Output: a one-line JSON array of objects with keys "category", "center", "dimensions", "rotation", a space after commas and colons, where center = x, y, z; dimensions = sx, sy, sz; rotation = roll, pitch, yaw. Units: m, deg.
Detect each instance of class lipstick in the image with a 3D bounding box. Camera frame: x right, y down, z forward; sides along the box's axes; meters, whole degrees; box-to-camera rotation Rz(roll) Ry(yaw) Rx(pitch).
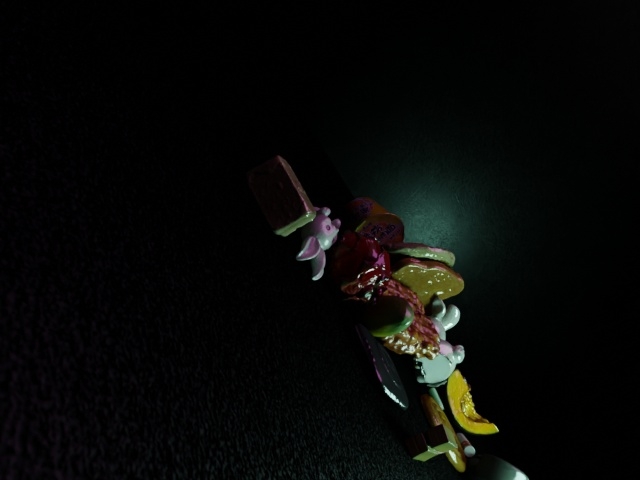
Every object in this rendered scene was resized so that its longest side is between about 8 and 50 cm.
[{"category": "lipstick", "center": [0.511, 0.725, 1.577], "dimensions": [0.038, 0.038, 0.131], "rotation": [59, 0, 5]}]

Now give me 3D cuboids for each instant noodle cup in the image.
[{"category": "instant noodle cup", "center": [0.200, -0.052, 1.898], "dimensions": [0.264, 0.264, 0.200], "rotation": [48, 6, -40]}]

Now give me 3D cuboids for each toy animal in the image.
[{"category": "toy animal", "center": [-0.001, -0.003, 1.200], "dimensions": [0.220, 0.131, 0.103], "rotation": [-102, 172, -52]}, {"category": "toy animal", "center": [0.420, 0.381, 1.687], "dimensions": [0.183, 0.247, 0.310], "rotation": [43, 27, -11]}]

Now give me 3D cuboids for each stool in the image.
[{"category": "stool", "center": [0.555, 0.776, 1.411], "dimensions": [0.153, 0.139, 0.228], "rotation": [33, -24, 8]}]

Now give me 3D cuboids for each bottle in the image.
[{"category": "bottle", "center": [0.437, 0.600, 1.677], "dimensions": [0.030, 0.030, 0.083], "rotation": [45, 18, -49]}]

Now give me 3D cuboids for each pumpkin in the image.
[{"category": "pumpkin", "center": [0.556, 0.694, 1.791], "dimensions": [0.169, 0.148, 0.312], "rotation": [-32, 85, -38]}]

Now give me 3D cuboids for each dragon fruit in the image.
[{"category": "dragon fruit", "center": [0.106, 0.066, 1.299], "dimensions": [0.193, 0.193, 0.274], "rotation": [81, -13, -60]}]

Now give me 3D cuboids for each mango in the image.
[{"category": "mango", "center": [0.189, 0.217, 1.275], "dimensions": [0.092, 0.130, 0.195], "rotation": [46, -23, -18]}]

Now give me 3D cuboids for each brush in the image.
[{"category": "brush", "center": [0.302, 0.526, 1.132], "dimensions": [0.233, 0.103, 0.047], "rotation": [46, 19, -49]}]

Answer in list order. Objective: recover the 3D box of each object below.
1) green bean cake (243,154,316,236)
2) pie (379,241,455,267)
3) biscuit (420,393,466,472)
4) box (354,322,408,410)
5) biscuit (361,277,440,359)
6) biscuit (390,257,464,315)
[{"category": "green bean cake", "center": [-0.098, -0.109, 1.094], "dimensions": [0.179, 0.109, 0.085], "rotation": [59, 12, 10]}, {"category": "pie", "center": [0.363, 0.069, 1.762], "dimensions": [0.339, 0.340, 0.077], "rotation": [40, 56, -57]}, {"category": "biscuit", "center": [0.414, 0.634, 1.481], "dimensions": [0.262, 0.037, 0.262], "rotation": [54, 13, -18]}, {"category": "box", "center": [0.165, 0.337, 1.196], "dimensions": [0.201, 0.042, 0.212], "rotation": [51, 13, -41]}, {"category": "biscuit", "center": [0.265, 0.256, 1.509], "dimensions": [0.318, 0.110, 0.312], "rotation": [31, 24, -32]}, {"category": "biscuit", "center": [0.367, 0.190, 1.723], "dimensions": [0.352, 0.312, 0.057], "rotation": [7, 43, -16]}]
